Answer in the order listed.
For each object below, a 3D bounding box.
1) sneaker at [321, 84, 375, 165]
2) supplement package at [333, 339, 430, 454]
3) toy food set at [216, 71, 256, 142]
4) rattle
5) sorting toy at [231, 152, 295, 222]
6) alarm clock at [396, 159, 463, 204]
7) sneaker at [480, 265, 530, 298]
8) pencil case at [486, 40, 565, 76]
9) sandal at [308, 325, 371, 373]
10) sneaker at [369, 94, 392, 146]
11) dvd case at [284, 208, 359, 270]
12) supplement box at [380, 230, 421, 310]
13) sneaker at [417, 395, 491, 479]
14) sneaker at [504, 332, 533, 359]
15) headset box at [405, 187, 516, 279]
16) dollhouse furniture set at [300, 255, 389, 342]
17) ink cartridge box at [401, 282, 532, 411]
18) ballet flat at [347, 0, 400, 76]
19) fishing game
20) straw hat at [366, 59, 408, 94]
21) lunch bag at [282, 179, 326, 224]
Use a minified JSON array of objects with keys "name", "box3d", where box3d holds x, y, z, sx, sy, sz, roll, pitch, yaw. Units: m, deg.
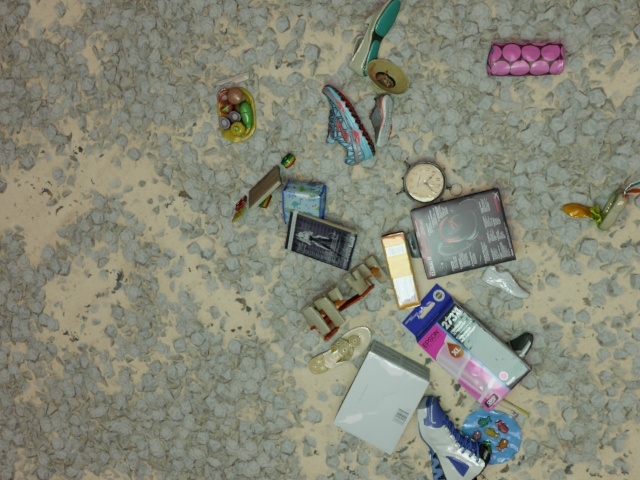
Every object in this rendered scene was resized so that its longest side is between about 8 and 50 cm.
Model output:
[{"name":"sneaker","box3d":[0.058,-0.350,1.711,0.125,0.104,0.262,-29,89,14]},{"name":"supplement package","box3d":[0.194,0.484,1.742,0.204,0.145,0.262,27,100,8]},{"name":"toy food set","box3d":[-0.280,-0.425,1.783,0.128,0.071,0.218,-6,94,11]},{"name":"rattle","box3d":[0.785,-0.121,1.549,0.130,0.199,0.143,-45,69,-9]},{"name":"sorting toy","box3d":[-0.172,-0.151,1.767,0.274,0.132,0.046,-41,117,16]},{"name":"alarm clock","box3d":[0.336,-0.170,1.694,0.192,0.064,0.129,15,98,12]},{"name":"sneaker","box3d":[0.565,0.126,1.685,0.152,0.054,0.061,27,97,8]},{"name":"pencil case","box3d":[0.588,-0.524,1.602,0.209,0.095,0.098,4,80,8]},{"name":"sandal","box3d":[0.061,0.366,1.790,0.240,0.079,0.088,-34,89,12]},{"name":"sneaker","box3d":[0.181,-0.367,1.719,0.065,0.061,0.158,12,97,37]},{"name":"dvd case","box3d":[0.000,0.000,1.754,0.221,0.018,0.164,19,133,8]},{"name":"supplement box","box3d":[0.249,0.092,1.730,0.080,0.078,0.233,-12,94,9]},{"name":"sneaker","box3d":[0.418,0.622,1.710,0.182,0.127,0.315,-12,100,25]},{"name":"sneaker","box3d":[0.529,0.342,1.697,0.132,0.086,0.228,39,102,7]},{"name":"headset box","box3d":[0.407,-0.017,1.671,0.293,0.110,0.218,-15,92,12]},{"name":"dollhouse furniture set","box3d":[0.067,0.200,1.702,0.135,0.262,0.259,52,136,0]},{"name":"ink cartridge box","box3d":[0.427,0.315,1.678,0.371,0.069,0.176,44,103,22]},{"name":"ballet flat","box3d":[0.153,-0.620,1.683,0.086,0.086,0.248,26,100,7]},{"name":"fishing game","box3d":[0.534,0.619,1.745,0.189,0.041,0.264,34,101,9]},{"name":"straw hat","box3d":[0.190,-0.478,1.691,0.144,0.144,0.061,46,143,4]},{"name":"lunch bag","box3d":[-0.051,-0.106,1.761,0.129,0.096,0.151,9,126,10]}]
